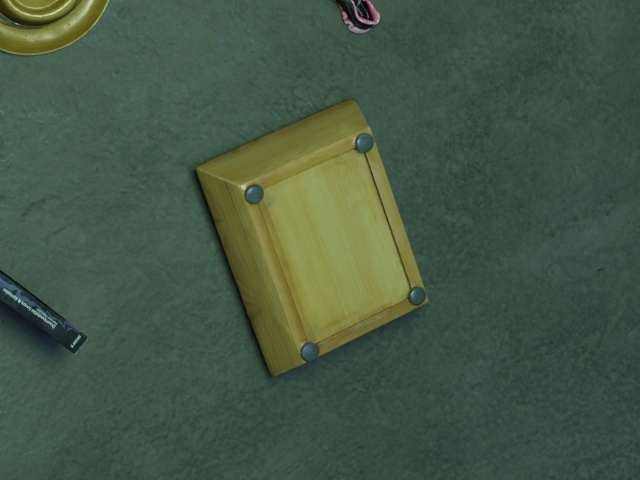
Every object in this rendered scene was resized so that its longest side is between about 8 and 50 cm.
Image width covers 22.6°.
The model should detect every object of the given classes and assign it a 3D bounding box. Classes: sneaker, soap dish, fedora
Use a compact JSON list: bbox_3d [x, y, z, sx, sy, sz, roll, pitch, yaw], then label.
[{"bbox_3d":[0.034,-0.310,2.001,0.047,0.057,0.119,-47,110,-9],"label":"sneaker"},{"bbox_3d":[0.000,0.000,1.993,0.229,0.118,0.290,-25,107,-18],"label":"soap dish"},{"bbox_3d":[-0.320,-0.303,1.836,0.194,0.079,0.194,-5,101,-25],"label":"fedora"}]

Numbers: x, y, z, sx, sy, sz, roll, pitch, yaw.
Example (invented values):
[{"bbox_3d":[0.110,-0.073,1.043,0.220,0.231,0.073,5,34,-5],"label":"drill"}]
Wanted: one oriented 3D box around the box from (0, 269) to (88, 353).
[{"bbox_3d":[-0.350,0.067,1.854,0.162,0.116,0.029,38,83,-22],"label":"box"}]
